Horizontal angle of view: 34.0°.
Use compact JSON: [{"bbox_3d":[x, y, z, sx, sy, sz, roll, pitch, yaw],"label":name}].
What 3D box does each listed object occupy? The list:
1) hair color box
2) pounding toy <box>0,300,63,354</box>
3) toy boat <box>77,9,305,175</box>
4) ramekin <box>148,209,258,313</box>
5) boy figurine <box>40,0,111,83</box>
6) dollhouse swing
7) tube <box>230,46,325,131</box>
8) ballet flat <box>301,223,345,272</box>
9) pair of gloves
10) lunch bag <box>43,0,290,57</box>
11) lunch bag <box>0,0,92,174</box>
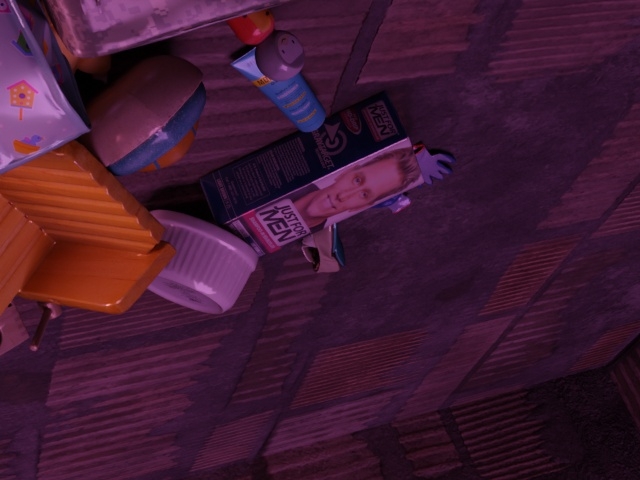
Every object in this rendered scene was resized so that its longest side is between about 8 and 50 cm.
[{"bbox_3d":[-0.010,-0.102,1.787,0.347,0.105,0.174,-25,154,4],"label":"hair color box"},{"bbox_3d":[-0.511,0.120,1.650,0.206,0.181,0.094,-34,118,-34],"label":"pounding toy"},{"bbox_3d":[-0.173,-0.192,1.376,0.318,0.267,0.148,-41,108,-2],"label":"toy boat"},{"bbox_3d":[-0.218,0.042,1.767,0.207,0.109,0.207,18,162,6],"label":"ramekin"},{"bbox_3d":[-0.336,-0.232,1.314,0.177,0.092,0.285,7,145,-41],"label":"boy figurine"},{"bbox_3d":[-0.431,0.046,1.348,0.315,0.305,0.347,8,154,27],"label":"dollhouse swing"},{"bbox_3d":[-0.056,-0.235,1.577,0.080,0.052,0.207,-38,146,5],"label":"tube"},{"bbox_3d":[0.000,0.000,2.021,0.086,0.086,0.248,-21,154,-4],"label":"ballet flat"},{"bbox_3d":[0.159,-0.114,1.988,0.198,0.023,0.159,-33,150,18],"label":"pair of gloves"},{"bbox_3d":[-0.174,-0.360,1.080,0.305,0.212,0.256,-18,123,-12],"label":"lunch bag"},{"bbox_3d":[-0.398,-0.191,1.143,0.223,0.262,0.160,-24,-165,0],"label":"lunch bag"}]
